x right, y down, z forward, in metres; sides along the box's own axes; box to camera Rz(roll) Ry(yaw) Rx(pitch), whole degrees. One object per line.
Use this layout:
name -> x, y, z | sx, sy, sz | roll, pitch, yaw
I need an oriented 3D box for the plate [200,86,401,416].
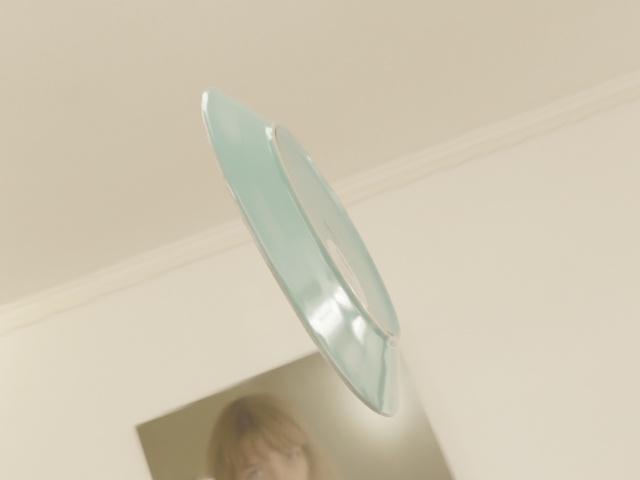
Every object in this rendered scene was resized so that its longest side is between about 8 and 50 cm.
plate -> 0.000, 0.000, 0.526 | 0.024, 0.188, 0.188 | -29, -20, 8
